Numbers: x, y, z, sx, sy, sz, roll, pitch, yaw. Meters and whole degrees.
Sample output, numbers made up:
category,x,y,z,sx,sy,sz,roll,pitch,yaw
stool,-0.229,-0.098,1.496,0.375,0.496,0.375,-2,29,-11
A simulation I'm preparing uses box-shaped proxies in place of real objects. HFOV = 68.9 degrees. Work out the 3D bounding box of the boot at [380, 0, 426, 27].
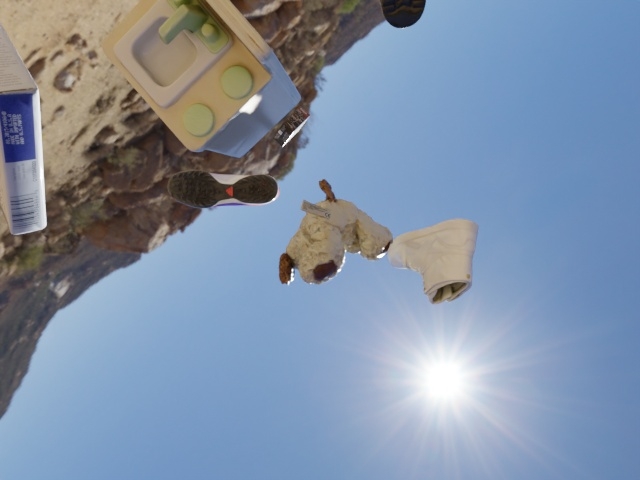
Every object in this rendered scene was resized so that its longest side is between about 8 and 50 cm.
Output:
category,x,y,z,sx,sy,sz,roll,pitch,yaw
boot,0.094,-0.387,0.581,0.076,0.198,0.137,2,-142,-3

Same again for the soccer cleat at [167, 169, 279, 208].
category,x,y,z,sx,sy,sz,roll,pitch,yaw
soccer cleat,-0.276,-0.144,1.355,0.116,0.317,0.109,75,15,-89

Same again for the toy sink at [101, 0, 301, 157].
category,x,y,z,sx,sy,sz,roll,pitch,yaw
toy sink,-0.130,-0.192,0.525,0.131,0.153,0.234,-42,-177,7

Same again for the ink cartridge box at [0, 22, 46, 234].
category,x,y,z,sx,sy,sz,roll,pitch,yaw
ink cartridge box,-0.571,-0.233,0.810,0.071,0.330,0.324,-21,155,-38

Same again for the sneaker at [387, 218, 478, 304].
category,x,y,z,sx,sy,sz,roll,pitch,yaw
sneaker,0.244,0.068,1.096,0.292,0.107,0.169,-31,-135,61

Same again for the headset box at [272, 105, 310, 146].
category,x,y,z,sx,sy,sz,roll,pitch,yaw
headset box,-0.063,-0.256,1.040,0.062,0.032,0.083,-40,-170,51

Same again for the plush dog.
category,x,y,z,sx,sy,sz,roll,pitch,yaw
plush dog,0.000,0.000,1.093,0.262,0.211,0.225,-20,165,-39
